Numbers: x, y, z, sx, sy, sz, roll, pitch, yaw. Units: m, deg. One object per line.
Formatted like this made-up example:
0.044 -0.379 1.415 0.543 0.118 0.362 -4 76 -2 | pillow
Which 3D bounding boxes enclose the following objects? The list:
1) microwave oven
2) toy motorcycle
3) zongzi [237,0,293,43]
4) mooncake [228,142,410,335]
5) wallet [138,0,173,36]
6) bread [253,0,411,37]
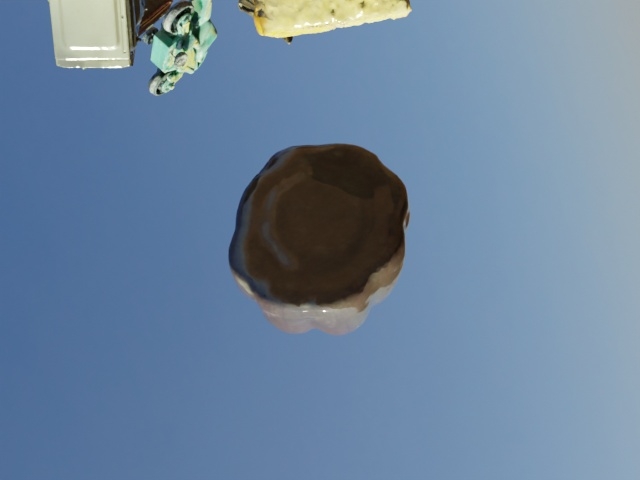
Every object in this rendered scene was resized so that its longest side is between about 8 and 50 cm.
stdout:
-0.335 -0.371 1.574 0.205 0.129 0.163 -97 10 -56 | microwave oven
-0.307 -0.458 2.362 0.109 0.296 0.198 42 -119 10 | toy motorcycle
-0.048 -0.457 1.821 0.084 0.187 0.184 20 -162 -37 | zongzi
0.000 0.000 1.633 0.154 0.306 0.306 75 -171 -64 | mooncake
-0.382 -0.454 1.817 0.232 0.031 0.122 41 -114 9 | wallet
-0.007 -0.485 1.441 0.165 0.236 0.376 -45 -51 -80 | bread
